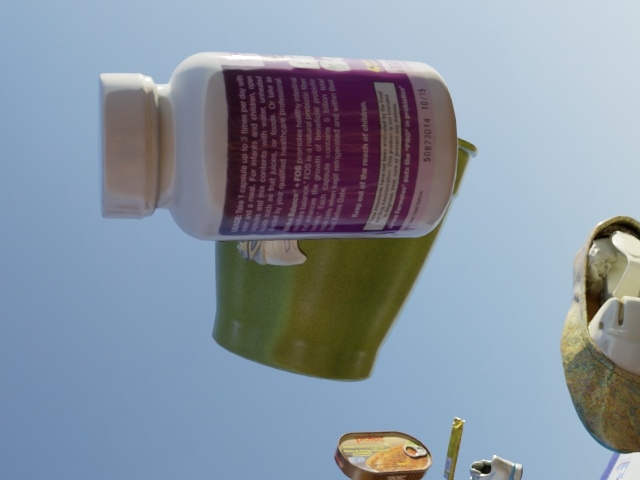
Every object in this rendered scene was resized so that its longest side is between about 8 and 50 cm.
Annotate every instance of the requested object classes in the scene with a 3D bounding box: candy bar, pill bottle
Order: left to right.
[{"bbox_3d":[-0.045,-0.083,0.806,0.301,0.169,0.169,-1,-95,-16],"label":"pill bottle"},{"bbox_3d":[0.325,0.514,2.192,0.018,0.040,0.161,7,-85,-29],"label":"candy bar"}]

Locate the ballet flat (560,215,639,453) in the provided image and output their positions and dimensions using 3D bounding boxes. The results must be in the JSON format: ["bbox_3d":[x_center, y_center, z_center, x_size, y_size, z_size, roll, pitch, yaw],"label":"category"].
[{"bbox_3d":[0.348,0.086,1.039,0.348,0.123,0.123,-68,-39,-53],"label":"ballet flat"}]

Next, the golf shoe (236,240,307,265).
[{"bbox_3d":[-0.033,-0.057,0.979,0.069,0.086,0.176,-135,58,-83],"label":"golf shoe"}]

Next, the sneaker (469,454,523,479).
[{"bbox_3d":[0.342,0.507,1.903,0.083,0.191,0.071,32,-140,-6],"label":"sneaker"}]

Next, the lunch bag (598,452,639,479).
[{"bbox_3d":[0.458,0.381,1.076,0.239,0.328,0.385,36,-110,-1],"label":"lunch bag"}]

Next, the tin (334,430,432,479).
[{"bbox_3d":[0.111,0.387,1.598,0.189,0.106,0.040,6,-59,-30],"label":"tin"}]

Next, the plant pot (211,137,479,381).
[{"bbox_3d":[0.000,0.000,1.267,0.366,0.366,0.353,9,-84,-59],"label":"plant pot"}]
